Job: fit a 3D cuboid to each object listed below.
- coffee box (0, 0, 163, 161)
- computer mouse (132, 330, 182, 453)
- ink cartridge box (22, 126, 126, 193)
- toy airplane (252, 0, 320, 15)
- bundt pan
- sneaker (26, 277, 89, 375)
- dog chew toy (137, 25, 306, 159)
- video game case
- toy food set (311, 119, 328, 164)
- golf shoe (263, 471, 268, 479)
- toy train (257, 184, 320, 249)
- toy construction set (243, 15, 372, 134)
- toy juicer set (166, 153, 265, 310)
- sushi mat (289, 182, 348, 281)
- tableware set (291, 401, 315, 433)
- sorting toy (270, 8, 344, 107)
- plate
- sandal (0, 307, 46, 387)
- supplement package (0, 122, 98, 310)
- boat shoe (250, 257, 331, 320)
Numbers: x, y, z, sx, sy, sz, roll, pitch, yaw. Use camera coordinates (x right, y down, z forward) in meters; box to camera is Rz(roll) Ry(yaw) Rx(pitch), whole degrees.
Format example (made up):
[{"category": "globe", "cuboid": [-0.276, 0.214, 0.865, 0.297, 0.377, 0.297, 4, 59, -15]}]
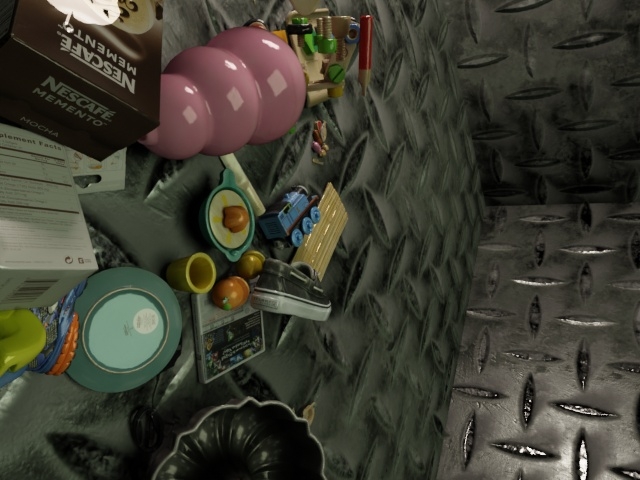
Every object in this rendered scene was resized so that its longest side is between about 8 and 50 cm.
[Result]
[{"category": "coffee box", "cuboid": [-0.292, -0.271, 0.555, 0.168, 0.118, 0.297, 28, 49, -53]}, {"category": "computer mouse", "cuboid": [-0.278, 0.232, 0.766, 0.071, 0.041, 0.242, 7, 91, -51]}, {"category": "ink cartridge box", "cuboid": [-0.346, -0.158, 0.653, 0.145, 0.045, 0.179, -21, 127, -58]}, {"category": "toy airplane", "cuboid": [-0.153, -0.596, 0.723, 0.384, 0.272, 0.386, 3, 102, -25]}, {"category": "bundt pan", "cuboid": [-0.155, 0.436, 0.802, 0.330, 0.124, 0.331, 6, 79, -32]}, {"category": "sneaker", "cuboid": [-0.354, 0.061, 0.588, 0.087, 0.083, 0.221, 13, 74, -46]}, {"category": "dog chew toy", "cuboid": [-0.173, -0.238, 0.784, 0.332, 0.206, 0.207, -41, 125, -43]}, {"category": "video game case", "cuboid": [-0.182, 0.172, 0.938, 0.190, 0.022, 0.173, -14, 102, -60]}, {"category": "toy food set", "cuboid": [0.000, -0.269, 1.243, 0.078, 0.019, 0.122, 0, 91, -60]}, {"category": "golf shoe", "cuboid": [-0.118, 0.506, 0.977, 0.115, 0.140, 0.306, -24, 89, -52]}, {"category": "toy train", "cuboid": [-0.066, -0.057, 1.080, 0.184, 0.080, 0.105, -54, 129, -45]}, {"category": "toy construction set", "cuboid": [-0.011, -0.338, 0.968, 0.257, 0.308, 0.237, -17, 119, -31]}, {"category": "toy juicer set", "cuboid": [-0.156, -0.021, 0.893, 0.209, 0.089, 0.329, 45, 47, -46]}, {"category": "sushi mat", "cuboid": [0.000, 0.000, 1.247, 0.151, 0.019, 0.317, 60, 41, -39]}, {"category": "tableware set", "cuboid": [-0.054, 0.497, 1.163, 0.141, 0.020, 0.169, -12, 100, -59]}, {"category": "sorting toy", "cuboid": [-0.023, -0.465, 1.179, 0.307, 0.041, 0.229, -43, 126, -51]}, {"category": "plate", "cuboid": [-0.292, 0.134, 0.691, 0.188, 0.024, 0.188, 2, 87, -41]}, {"category": "sandal", "cuboid": [-0.431, 0.163, 0.423, 0.317, 0.126, 0.138, -7, 127, -50]}, {"category": "supplement package", "cuboid": [-0.342, -0.025, 0.510, 0.105, 0.105, 0.179, 6, 56, -59]}, {"category": "boat shoe", "cuboid": [-0.042, 0.107, 1.020, 0.335, 0.121, 0.119, 34, 70, -73]}]
